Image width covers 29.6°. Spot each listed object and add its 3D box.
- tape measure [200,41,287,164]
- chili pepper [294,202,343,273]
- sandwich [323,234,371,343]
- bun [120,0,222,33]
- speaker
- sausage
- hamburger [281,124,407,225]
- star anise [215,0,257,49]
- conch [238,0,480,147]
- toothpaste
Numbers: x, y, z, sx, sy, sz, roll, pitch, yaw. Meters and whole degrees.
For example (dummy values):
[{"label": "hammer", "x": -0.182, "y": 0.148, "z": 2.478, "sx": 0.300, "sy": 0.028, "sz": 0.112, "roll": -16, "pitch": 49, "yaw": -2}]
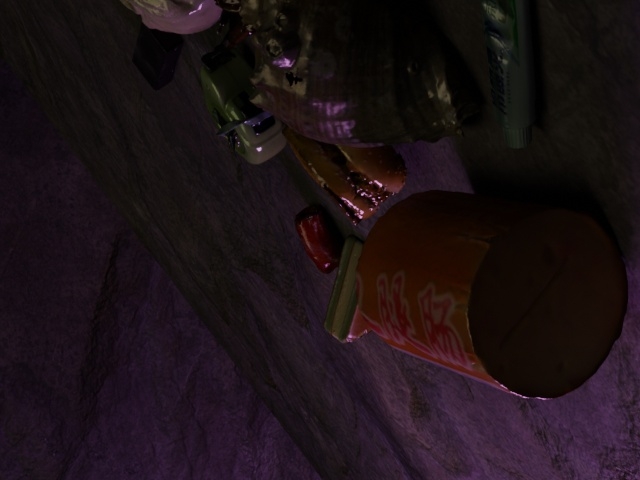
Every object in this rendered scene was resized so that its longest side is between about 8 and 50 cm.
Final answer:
[{"label": "tape measure", "x": -0.133, "y": -0.213, "z": 2.049, "sx": 0.175, "sy": 0.106, "sz": 0.200, "roll": 53, "pitch": 165, "yaw": 14}, {"label": "chili pepper", "x": 0.000, "y": 0.000, "z": 2.181, "sx": 0.073, "sy": 0.070, "sz": 0.123, "roll": -6, "pitch": 118, "yaw": 51}, {"label": "sandwich", "x": 0.051, "y": 0.089, "z": 2.137, "sx": 0.079, "sy": 0.113, "sz": 0.163, "roll": 37, "pitch": 155, "yaw": 43}, {"label": "bun", "x": -0.258, "y": -0.420, "z": 1.942, "sx": 0.231, "sy": 0.133, "sz": 0.231, "roll": 49, "pitch": 164, "yaw": 20}, {"label": "speaker", "x": -0.315, "y": -0.363, "z": 2.336, "sx": 0.082, "sy": 0.044, "sz": 0.218, "roll": 53, "pitch": 163, "yaw": 1}, {"label": "sausage", "x": 0.202, "y": 0.059, "z": 1.496, "sx": 0.233, "sy": 0.233, "sz": 0.287, "roll": 60, "pitch": 163, "yaw": -19}, {"label": "hamburger", "x": 0.033, "y": -0.128, "z": 1.709, "sx": 0.191, "sy": 0.118, "sz": 0.182, "roll": 50, "pitch": -175, "yaw": 21}, {"label": "star anise", "x": -0.056, "y": -0.339, "z": 1.658, "sx": 0.272, "sy": 0.102, "sz": 0.272, "roll": 19, "pitch": 143, "yaw": 15}, {"label": "conch", "x": 0.011, "y": -0.217, "z": 1.494, "sx": 0.352, "sy": 0.210, "sz": 0.297, "roll": 50, "pitch": 163, "yaw": 9}, {"label": "toothpaste", "x": 0.199, "y": -0.220, "z": 1.287, "sx": 0.075, "sy": 0.048, "sz": 0.296, "roll": 38, "pitch": 154, "yaw": 40}]
